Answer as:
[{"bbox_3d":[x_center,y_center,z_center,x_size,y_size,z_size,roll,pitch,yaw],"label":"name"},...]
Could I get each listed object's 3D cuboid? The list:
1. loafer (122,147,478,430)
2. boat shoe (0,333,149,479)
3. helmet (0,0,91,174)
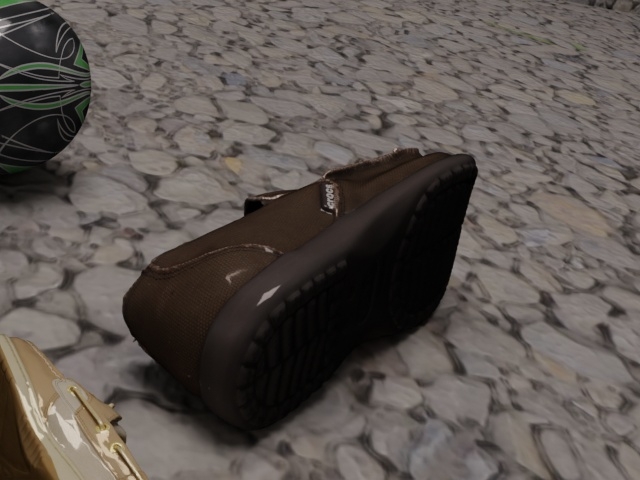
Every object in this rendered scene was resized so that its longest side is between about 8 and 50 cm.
[{"bbox_3d":[0.000,0.000,0.773,0.130,0.134,0.366,22,23,23],"label":"loafer"},{"bbox_3d":[-0.123,0.106,0.550,0.059,0.063,0.170,-1,34,-36],"label":"boat shoe"},{"bbox_3d":[-0.273,-0.130,0.919,0.169,0.169,0.161,-10,14,-44],"label":"helmet"}]
